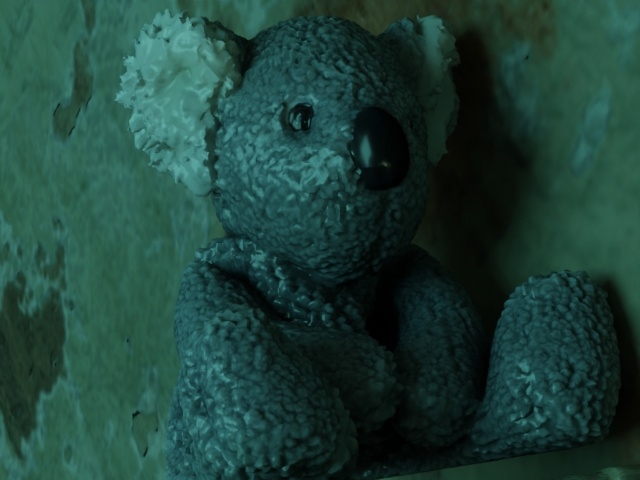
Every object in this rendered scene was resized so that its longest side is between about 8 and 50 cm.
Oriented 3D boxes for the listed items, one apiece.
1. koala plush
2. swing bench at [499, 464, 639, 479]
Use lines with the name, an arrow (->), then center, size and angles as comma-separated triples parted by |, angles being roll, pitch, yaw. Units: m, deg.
koala plush -> 0.000, 0.000, 0.892 | 0.203, 0.196, 0.221 | 154, 109, -66
swing bench -> 0.052, 0.172, 0.738 | 0.254, 0.253, 0.165 | 15, 102, 57
